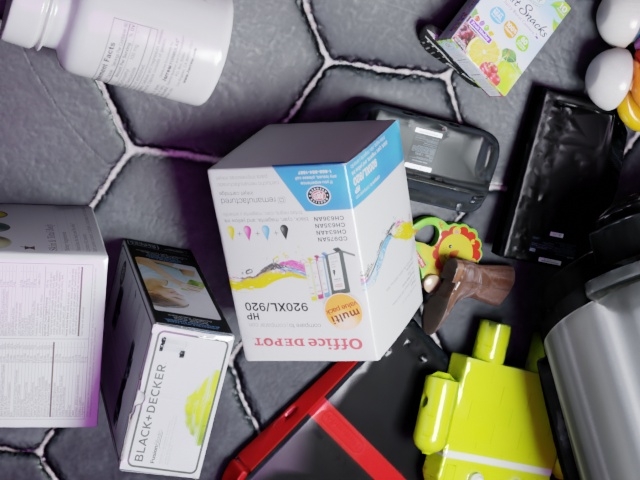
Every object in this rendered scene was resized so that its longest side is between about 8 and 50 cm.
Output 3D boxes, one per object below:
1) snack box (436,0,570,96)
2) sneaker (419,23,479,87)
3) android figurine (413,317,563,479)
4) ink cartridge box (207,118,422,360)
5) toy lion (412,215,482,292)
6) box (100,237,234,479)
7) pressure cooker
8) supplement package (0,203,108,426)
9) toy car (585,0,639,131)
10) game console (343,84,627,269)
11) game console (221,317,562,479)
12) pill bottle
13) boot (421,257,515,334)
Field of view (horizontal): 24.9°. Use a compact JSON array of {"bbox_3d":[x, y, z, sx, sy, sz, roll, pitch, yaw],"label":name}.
[{"bbox_3d":[0.214,-0.252,1.689,0.100,0.037,0.141,44,75,-23],"label":"snack box"},{"bbox_3d":[0.163,-0.226,1.709,0.109,0.040,0.044,35,80,-25],"label":"sneaker"},{"bbox_3d":[0.225,0.241,1.821,0.248,0.056,0.273,16,87,-26],"label":"android figurine"},{"bbox_3d":[0.000,0.000,1.633,0.171,0.168,0.233,-1,111,24],"label":"ink cartridge box"},{"bbox_3d":[0.148,0.010,1.781,0.096,0.034,0.100,-38,112,-8],"label":"toy lion"},{"bbox_3d":[-0.179,0.123,1.594,0.087,0.290,0.169,11,103,-17],"label":"box"},{"bbox_3d":[0.454,0.145,1.693,0.375,0.370,0.420,-7,68,-12],"label":"pressure cooker"},{"bbox_3d":[-0.376,0.076,1.578,0.262,0.199,0.198,2,106,-14],"label":"supplement package"},{"bbox_3d":[0.410,-0.219,1.705,0.159,0.136,0.182,12,87,-16],"label":"toy car"},{"bbox_3d":[0.194,-0.096,1.743,0.361,0.044,0.213,12,97,-18],"label":"game console"},{"bbox_3d":[0.097,0.328,1.861,0.342,0.060,0.386,-45,113,-4],"label":"game console"},{"bbox_3d":[-0.220,-0.234,1.556,0.229,0.131,0.131,14,103,-18],"label":"pill bottle"},{"bbox_3d":[0.186,0.074,1.790,0.114,0.037,0.106,10,111,-43],"label":"boot"}]
